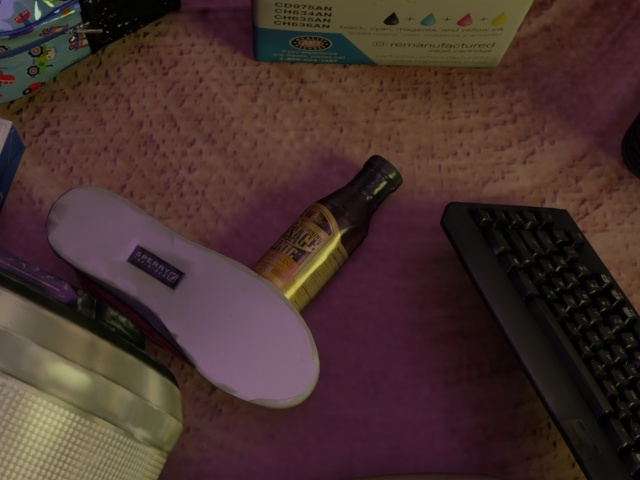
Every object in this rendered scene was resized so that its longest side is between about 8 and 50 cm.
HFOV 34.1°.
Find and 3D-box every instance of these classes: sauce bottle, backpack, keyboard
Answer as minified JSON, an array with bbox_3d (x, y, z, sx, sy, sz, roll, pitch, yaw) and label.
[{"bbox_3d":[0.000,0.000,0.639,0.042,0.042,0.128,39,74,6],"label":"sauce bottle"},{"bbox_3d":[-0.188,-0.175,0.623,0.173,0.117,0.158,-37,82,-19],"label":"backpack"},{"bbox_3d":[0.200,0.103,0.567,0.201,0.033,0.317,7,45,-41],"label":"keyboard"}]

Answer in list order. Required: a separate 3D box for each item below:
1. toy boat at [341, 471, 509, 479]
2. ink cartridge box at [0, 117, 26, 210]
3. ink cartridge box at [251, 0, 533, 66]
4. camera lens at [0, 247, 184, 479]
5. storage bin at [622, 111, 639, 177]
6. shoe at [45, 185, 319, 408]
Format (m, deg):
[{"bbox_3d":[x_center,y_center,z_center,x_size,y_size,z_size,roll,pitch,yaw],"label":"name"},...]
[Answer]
[{"bbox_3d":[0.029,0.285,0.528,0.267,0.148,0.318,-7,69,-11],"label":"toy boat"},{"bbox_3d":[-0.296,-0.051,0.626,0.207,0.046,0.097,16,74,0],"label":"ink cartridge box"},{"bbox_3d":[0.045,-0.224,0.601,0.171,0.233,0.168,1,75,-4],"label":"ink cartridge box"},{"bbox_3d":[-0.209,0.136,0.494,0.219,0.219,0.274,25,75,2],"label":"camera lens"},{"bbox_3d":[0.301,-0.060,0.657,0.180,0.084,0.122,35,76,6],"label":"storage bin"},{"bbox_3d":[-0.076,0.037,0.601,0.178,0.081,0.063,34,76,8],"label":"shoe"}]
